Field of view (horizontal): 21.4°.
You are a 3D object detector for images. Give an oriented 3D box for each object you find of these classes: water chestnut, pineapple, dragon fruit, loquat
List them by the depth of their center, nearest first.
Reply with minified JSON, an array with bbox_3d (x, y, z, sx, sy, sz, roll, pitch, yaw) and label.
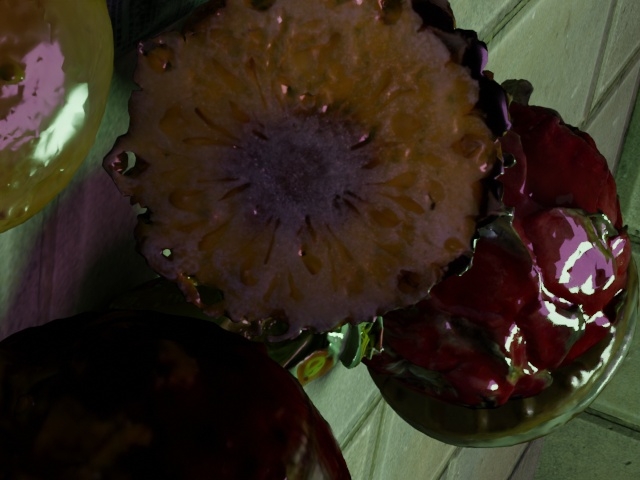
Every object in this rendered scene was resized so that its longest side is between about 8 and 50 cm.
[{"bbox_3d":[-0.183,-0.082,0.777,0.204,0.149,0.172,3,111,-61],"label":"loquat"},{"bbox_3d":[-0.153,0.157,0.947,0.335,0.335,0.347,-53,127,-44],"label":"water chestnut"},{"bbox_3d":[-0.013,-0.089,1.165,0.272,0.262,0.262,-109,-146,-74],"label":"pineapple"},{"bbox_3d":[0.149,0.008,1.655,0.329,0.329,0.329,20,90,-73],"label":"dragon fruit"}]

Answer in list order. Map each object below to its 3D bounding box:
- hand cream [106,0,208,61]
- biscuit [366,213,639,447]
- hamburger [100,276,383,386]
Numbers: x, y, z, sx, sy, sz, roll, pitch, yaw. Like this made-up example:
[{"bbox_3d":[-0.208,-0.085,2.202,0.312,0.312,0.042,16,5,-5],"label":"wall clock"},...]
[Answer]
[{"bbox_3d":[-0.101,-0.188,1.086,0.340,0.077,0.124,-41,151,-45],"label":"hand cream"},{"bbox_3d":[0.191,0.073,1.856,0.103,0.332,0.332,45,65,-51],"label":"biscuit"},{"bbox_3d":[-0.072,0.076,1.220,0.235,0.214,0.125,-21,91,-47],"label":"hamburger"}]
